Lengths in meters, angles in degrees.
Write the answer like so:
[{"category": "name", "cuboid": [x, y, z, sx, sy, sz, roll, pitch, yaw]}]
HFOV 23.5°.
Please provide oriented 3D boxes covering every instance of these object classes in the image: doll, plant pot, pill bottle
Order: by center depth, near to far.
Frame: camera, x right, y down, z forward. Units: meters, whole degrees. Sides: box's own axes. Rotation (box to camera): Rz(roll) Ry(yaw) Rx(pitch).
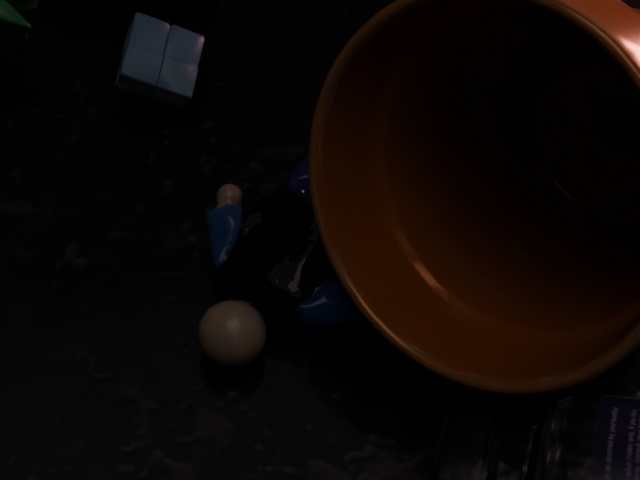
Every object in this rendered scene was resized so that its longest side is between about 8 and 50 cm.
[{"category": "pill bottle", "cuboid": [0.166, 0.137, 0.734, 0.219, 0.123, 0.123, 5, 57, 14]}, {"category": "plant pot", "cuboid": [0.129, -0.045, 0.810, 0.205, 0.205, 0.188, 39, 33, 19]}, {"category": "doll", "cuboid": [0.000, 0.000, 0.867, 0.129, 0.046, 0.189, 34, 62, 18]}]

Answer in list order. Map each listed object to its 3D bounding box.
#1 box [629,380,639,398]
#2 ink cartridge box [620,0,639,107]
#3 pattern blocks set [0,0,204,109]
[{"category": "box", "cuboid": [0.218, 0.077, 0.846, 0.067, 0.018, 0.083, 34, 62, 17]}, {"category": "ink cartridge box", "cuboid": [0.263, -0.194, 0.951, 0.078, 0.134, 0.231, 33, 62, 17]}, {"category": "pattern blocks set", "cuboid": [-0.127, -0.248, 0.963, 0.285, 0.026, 0.325, 27, 61, -12]}]
